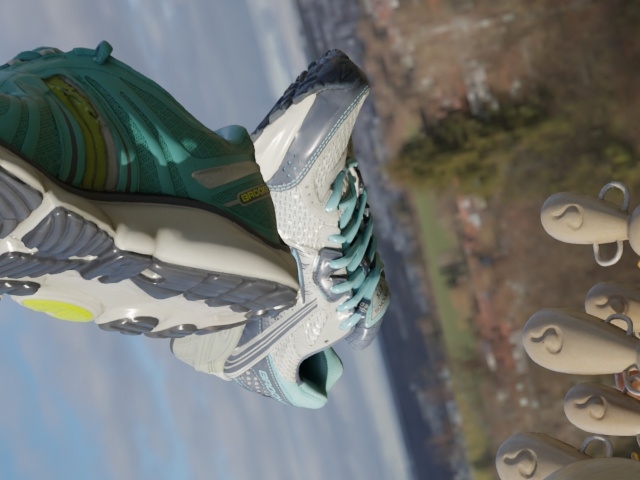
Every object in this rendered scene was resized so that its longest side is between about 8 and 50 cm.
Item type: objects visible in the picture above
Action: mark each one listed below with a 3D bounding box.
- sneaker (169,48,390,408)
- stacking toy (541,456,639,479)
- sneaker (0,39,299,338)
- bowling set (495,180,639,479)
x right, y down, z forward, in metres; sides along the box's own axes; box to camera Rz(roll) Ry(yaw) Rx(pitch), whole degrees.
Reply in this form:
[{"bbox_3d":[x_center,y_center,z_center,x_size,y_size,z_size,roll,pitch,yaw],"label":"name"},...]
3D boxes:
[{"bbox_3d":[0.000,0.000,1.066,0.110,0.122,0.283,-52,-13,-42],"label":"sneaker"},{"bbox_3d":[0.114,0.246,0.987,0.330,0.141,0.141,124,137,-57],"label":"stacking toy"},{"bbox_3d":[-0.118,-0.031,0.691,0.275,0.107,0.110,20,-125,-51],"label":"sneaker"},{"bbox_3d":[0.283,0.099,1.439,0.200,0.154,0.287,7,-88,-45],"label":"bowling set"}]
